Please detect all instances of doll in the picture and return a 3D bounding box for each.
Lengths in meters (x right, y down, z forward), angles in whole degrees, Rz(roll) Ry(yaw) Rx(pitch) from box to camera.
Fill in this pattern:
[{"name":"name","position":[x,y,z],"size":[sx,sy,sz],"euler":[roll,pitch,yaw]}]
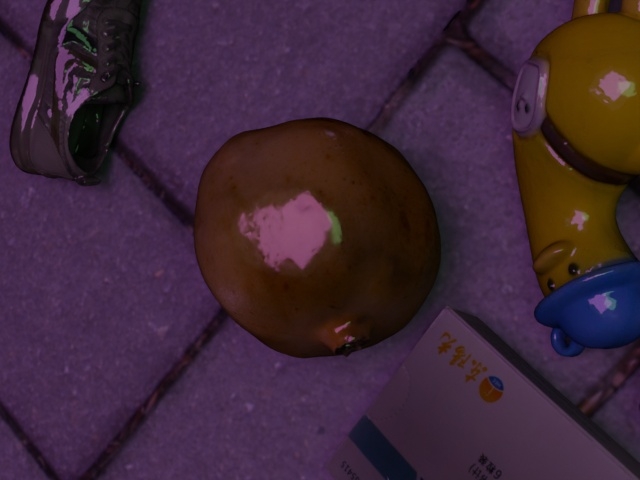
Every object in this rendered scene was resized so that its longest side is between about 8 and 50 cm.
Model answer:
[{"name":"doll","position":[0.238,-0.075,0.849],"size":[0.199,0.145,0.363],"euler":[20,107,63]}]

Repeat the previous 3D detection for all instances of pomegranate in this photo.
[{"name":"pomegranate","position":[-0.002,-0.005,0.895],"size":[0.233,0.233,0.233],"euler":[-2,85,23]}]

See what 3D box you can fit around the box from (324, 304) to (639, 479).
[{"name":"box","position":[0.172,0.236,0.826],"size":[0.200,0.065,0.343],"euler":[-54,52,9]}]

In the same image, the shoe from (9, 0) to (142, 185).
[{"name":"shoe","position":[-0.252,-0.190,1.080],"size":[0.098,0.103,0.275],"euler":[24,102,22]}]
